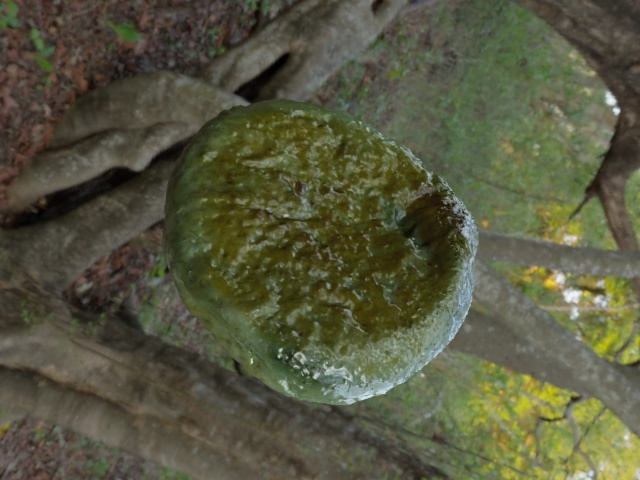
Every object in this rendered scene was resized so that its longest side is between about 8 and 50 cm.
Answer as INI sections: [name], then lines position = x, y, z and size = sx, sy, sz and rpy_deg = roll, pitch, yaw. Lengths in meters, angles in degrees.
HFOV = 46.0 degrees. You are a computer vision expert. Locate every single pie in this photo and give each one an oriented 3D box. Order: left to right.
[pie]
position = 0.000, 0.000, 0.627
size = 0.078, 0.277, 0.277
rpy_deg = 112, 4, -54
